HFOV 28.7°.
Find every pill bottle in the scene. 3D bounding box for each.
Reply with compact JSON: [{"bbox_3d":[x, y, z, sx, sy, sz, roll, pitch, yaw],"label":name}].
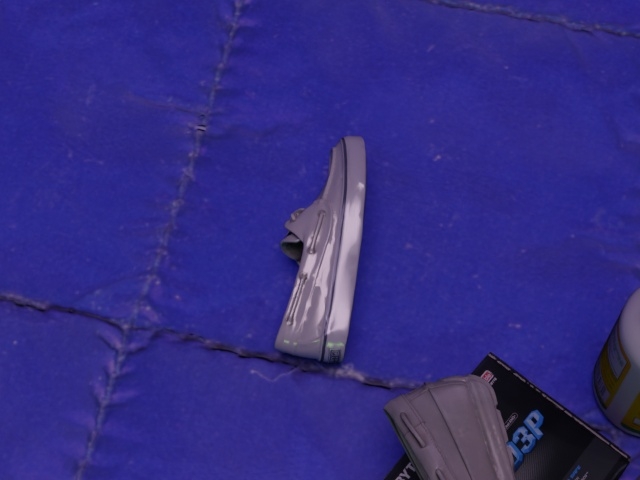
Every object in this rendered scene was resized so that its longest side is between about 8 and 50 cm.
[{"bbox_3d":[0.334,0.103,1.190,0.117,0.208,0.118,0,62,1],"label":"pill bottle"}]

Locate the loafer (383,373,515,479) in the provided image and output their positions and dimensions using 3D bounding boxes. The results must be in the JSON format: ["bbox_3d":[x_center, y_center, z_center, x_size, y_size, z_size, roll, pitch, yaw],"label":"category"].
[{"bbox_3d":[0.134,0.272,1.108,0.111,0.112,0.320,-13,56,0],"label":"loafer"}]

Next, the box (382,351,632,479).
[{"bbox_3d":[0.165,0.244,1.207,0.175,0.051,0.220,37,69,18],"label":"box"}]

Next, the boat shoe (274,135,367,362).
[{"bbox_3d":[0.000,0.000,1.313,0.084,0.095,0.258,8,61,0],"label":"boat shoe"}]

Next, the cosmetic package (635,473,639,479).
[{"bbox_3d":[0.322,0.323,1.128,0.085,0.117,0.231,7,62,3],"label":"cosmetic package"}]
